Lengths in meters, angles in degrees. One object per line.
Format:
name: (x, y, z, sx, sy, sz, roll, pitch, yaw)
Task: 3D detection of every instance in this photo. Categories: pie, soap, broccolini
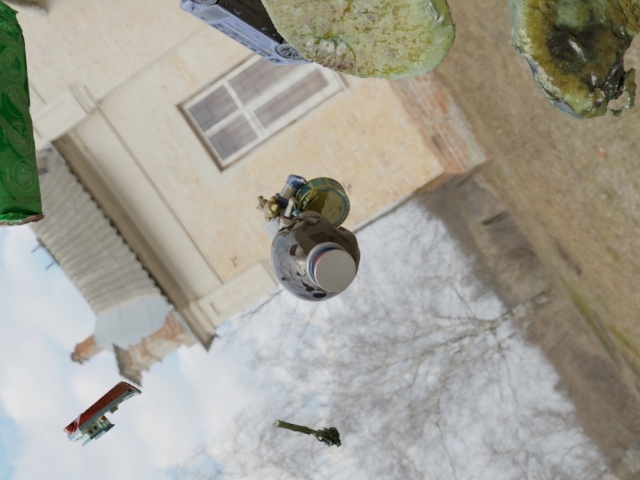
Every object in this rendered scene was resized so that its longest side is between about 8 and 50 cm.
pie: (0.459, -0.396, 1.210, 0.296, 0.371, 0.078, 31, 178, -12)
soap: (-0.423, -0.142, 0.862, 0.098, 0.217, 0.274, -10, -86, -73)
pie: (0.038, -0.297, 0.887, 0.277, 0.079, 0.277, 24, 159, 9)
broccolini: (-0.022, 0.375, 1.418, 0.218, 0.044, 0.042, 32, -131, -55)

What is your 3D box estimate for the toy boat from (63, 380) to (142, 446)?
toy boat: (-0.408, 0.327, 1.389, 0.059, 0.069, 0.173, 50, -142, -1)

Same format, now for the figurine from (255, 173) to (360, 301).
figurine: (-0.008, 0.004, 1.204, 0.161, 0.158, 0.276, 58, -172, -38)

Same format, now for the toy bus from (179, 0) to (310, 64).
toy bus: (-0.129, -0.399, 1.197, 0.292, 0.133, 0.126, 21, -104, -43)
